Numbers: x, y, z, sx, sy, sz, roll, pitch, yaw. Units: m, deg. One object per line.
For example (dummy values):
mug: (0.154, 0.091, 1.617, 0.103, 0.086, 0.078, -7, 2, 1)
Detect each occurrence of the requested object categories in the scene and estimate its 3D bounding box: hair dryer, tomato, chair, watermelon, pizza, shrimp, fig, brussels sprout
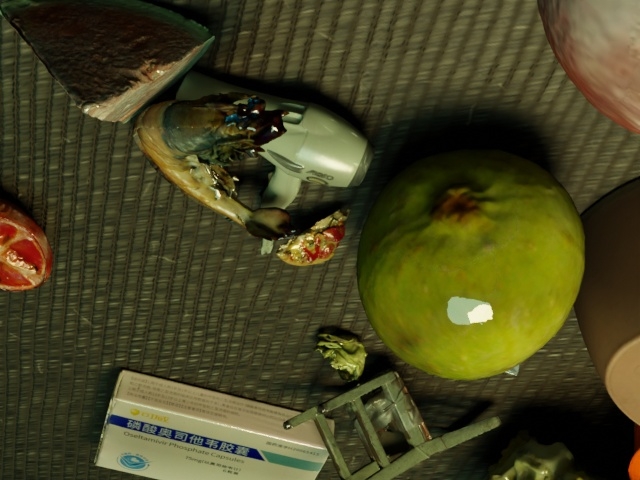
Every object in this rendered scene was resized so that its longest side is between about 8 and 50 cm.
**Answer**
hair dryer: (-0.091, -0.097, 1.253, 0.229, 0.092, 0.267, 35, 139, -16)
tomato: (-0.416, -0.008, 1.370, 0.155, 0.069, 0.156, 5, 138, 5)
chair: (0.104, 0.261, 1.542, 0.270, 0.147, 0.136, -20, 171, -31)
watermelon: (-0.230, -0.204, 1.104, 0.207, 0.202, 0.136, 26, 93, -22)
pizza: (-0.011, 0.010, 1.330, 0.099, 0.029, 0.100, -20, 151, -28)
shrimp: (-0.091, -0.076, 1.173, 0.222, 0.054, 0.290, 46, 153, -21)
fig: (0.169, 0.049, 1.238, 0.258, 0.258, 0.326, 2, 147, 4)
brussels sprout: (0.029, 0.159, 1.501, 0.085, 0.058, 0.085, 24, 164, 7)

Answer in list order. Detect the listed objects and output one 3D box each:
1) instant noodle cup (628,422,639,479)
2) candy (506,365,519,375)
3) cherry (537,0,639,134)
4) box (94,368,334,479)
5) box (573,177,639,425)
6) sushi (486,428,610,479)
instant noodle cup: (0.517, 0.239, 1.440, 0.213, 0.174, 0.213, 4, 135, 4)
candy: (0.251, 0.150, 1.477, 0.088, 0.038, 0.136, 13, 144, -3)
cherry: (0.326, -0.247, 0.885, 0.291, 0.335, 0.326, 19, 112, 9)
box: (-0.170, 0.318, 1.672, 0.343, 0.065, 0.200, 15, 135, -9)
box: (0.450, 0.089, 1.270, 0.301, 0.216, 0.301, 3, 137, 2)
sushi: (0.387, 0.452, 1.508, 0.351, 0.396, 0.240, 31, 88, -18)
